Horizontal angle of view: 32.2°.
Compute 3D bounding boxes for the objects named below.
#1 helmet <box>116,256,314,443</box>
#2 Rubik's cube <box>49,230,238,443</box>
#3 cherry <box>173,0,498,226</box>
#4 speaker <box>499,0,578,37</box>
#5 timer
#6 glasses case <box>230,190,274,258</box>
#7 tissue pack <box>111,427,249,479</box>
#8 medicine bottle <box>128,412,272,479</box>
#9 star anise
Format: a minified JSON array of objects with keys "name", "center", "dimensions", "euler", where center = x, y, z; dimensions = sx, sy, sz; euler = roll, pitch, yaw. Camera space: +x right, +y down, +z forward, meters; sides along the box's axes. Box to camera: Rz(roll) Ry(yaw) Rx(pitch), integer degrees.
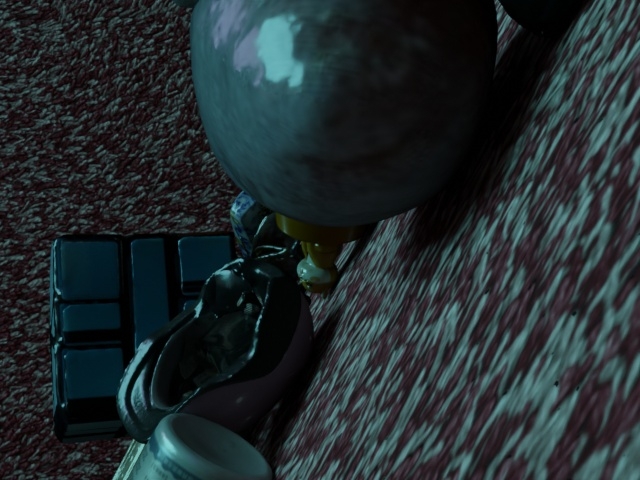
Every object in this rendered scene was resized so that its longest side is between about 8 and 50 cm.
[{"name":"helmet","center":[-0.106,0.146,1.316],"dimensions":[0.253,0.154,0.198],"euler":[-58,31,-1]},{"name":"Rubik's cube","center":[-0.276,0.154,1.722],"dimensions":[0.293,0.283,0.289],"euler":[124,143,-68]},{"name":"cherry","center":[0.017,-0.153,1.033],"dimensions":[0.326,0.291,0.335],"euler":[122,154,-46]},{"name":"speaker","center":[0.185,-0.363,1.020],"dimensions":[0.180,0.184,0.388],"euler":[-58,9,33]},{"name":"timer","center":[0.000,0.000,1.412],"dimensions":[0.132,0.132,0.152],"euler":[-77,-7,-66]},{"name":"glasses case","center":[-0.092,-0.001,1.863],"dimensions":[0.087,0.065,0.248],"euler":[-52,-30,-21]},{"name":"tissue pack","center":[-0.195,0.314,1.438],"dimensions":[0.325,0.071,0.170],"euler":[-63,-34,-13]},{"name":"medicine bottle","center":[-0.162,0.314,1.174],"dimensions":[0.237,0.139,0.139],"euler":[-60,7,8]},{"name":"star anise","center":[-0.070,0.049,1.731],"dimensions":[0.236,0.093,0.229],"euler":[-69,-7,-75]}]
